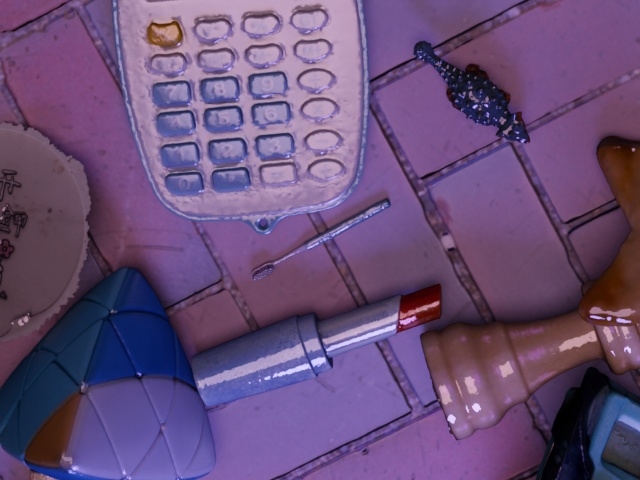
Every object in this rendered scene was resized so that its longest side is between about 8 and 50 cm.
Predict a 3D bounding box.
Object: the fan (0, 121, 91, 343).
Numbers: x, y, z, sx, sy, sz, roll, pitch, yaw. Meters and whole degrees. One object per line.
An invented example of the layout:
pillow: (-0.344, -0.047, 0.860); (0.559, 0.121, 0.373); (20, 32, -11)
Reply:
fan: (-0.362, 0.078, 1.903); (0.233, 0.012, 0.415); (9, 81, 19)

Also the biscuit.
biscuit: (0.348, -0.007, 1.839); (0.164, 0.047, 0.208); (2, 64, 16)

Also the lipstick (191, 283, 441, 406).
lipstick: (0.002, 0.105, 1.935); (0.274, 0.061, 0.068); (-19, 100, 7)

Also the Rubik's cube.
Rubik's cube: (-0.263, 0.181, 1.890); (0.254, 0.254, 0.254); (1, 102, 3)

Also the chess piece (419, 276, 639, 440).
chess piece: (0.304, 0.086, 1.889); (0.397, 0.117, 0.117); (-20, 100, 6)

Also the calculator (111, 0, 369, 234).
calculator: (-0.079, -0.193, 1.882); (0.256, 0.054, 0.386); (-5, 103, 4)

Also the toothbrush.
toothbrush: (0.000, 0.000, 1.937); (0.167, 0.014, 0.011); (-28, 116, 8)

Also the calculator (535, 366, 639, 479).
calculator: (0.306, 0.297, 1.874); (0.248, 0.058, 0.274); (29, 80, -30)

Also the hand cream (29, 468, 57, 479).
hand cream: (-0.298, 0.336, 2.001); (0.084, 0.084, 0.203); (2, 95, 3)

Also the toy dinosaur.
toy dinosaur: (0.154, -0.149, 1.876); (0.154, 0.055, 0.049); (39, 105, -7)
